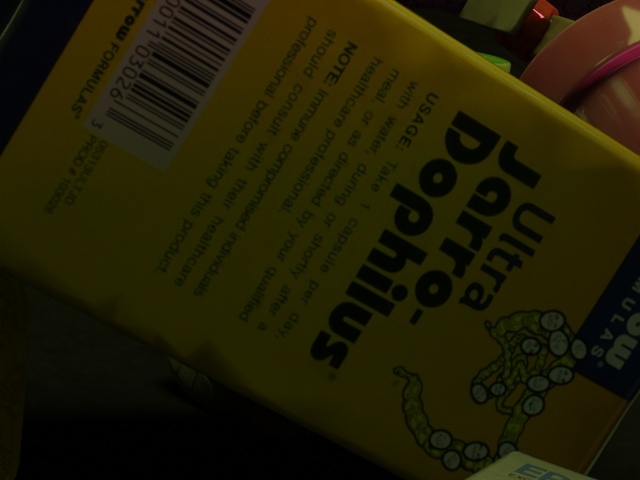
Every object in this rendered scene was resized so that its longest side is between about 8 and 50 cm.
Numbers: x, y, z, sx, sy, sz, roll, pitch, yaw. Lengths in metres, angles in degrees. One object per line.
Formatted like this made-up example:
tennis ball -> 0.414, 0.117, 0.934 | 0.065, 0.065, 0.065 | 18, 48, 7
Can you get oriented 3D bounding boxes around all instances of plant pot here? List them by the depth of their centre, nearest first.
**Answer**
plant pot -> 0.255, -0.048, 1.248 | 0.201, 0.201, 0.180 | 0, 41, -27

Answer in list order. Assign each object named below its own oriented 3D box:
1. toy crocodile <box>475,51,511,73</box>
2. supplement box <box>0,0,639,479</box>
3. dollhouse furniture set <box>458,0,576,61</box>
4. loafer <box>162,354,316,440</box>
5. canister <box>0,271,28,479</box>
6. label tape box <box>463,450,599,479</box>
toy crocodile -> 0.095, -0.143, 1.753 | 0.340, 0.115, 0.105 | 13, 15, 22
supplement box -> -0.009, -0.034, 0.874 | 0.356, 0.195, 0.194 | 29, 7, -20
dollhouse furniture set -> 0.230, -0.142, 1.427 | 0.262, 0.259, 0.135 | 31, 1, -28
loafer -> -0.041, 0.080, 0.992 | 0.125, 0.045, 0.039 | 30, 9, 41
canister -> -0.219, 0.050, 0.841 | 0.073, 0.126, 0.170 | -7, 19, -43
label tape box -> 0.137, 0.167, 0.606 | 0.240, 0.106, 0.333 | 16, 17, 29
